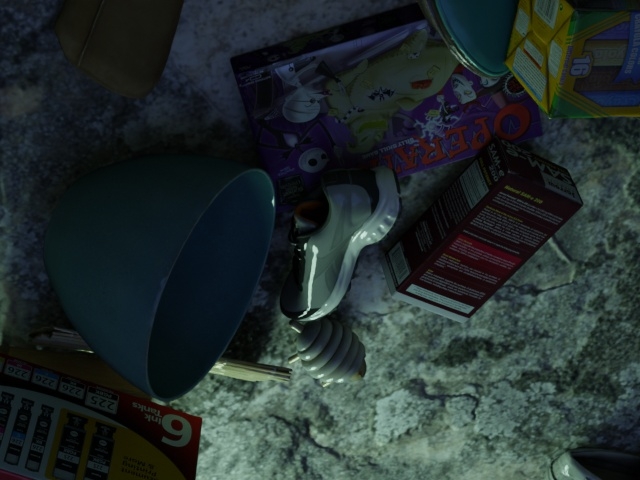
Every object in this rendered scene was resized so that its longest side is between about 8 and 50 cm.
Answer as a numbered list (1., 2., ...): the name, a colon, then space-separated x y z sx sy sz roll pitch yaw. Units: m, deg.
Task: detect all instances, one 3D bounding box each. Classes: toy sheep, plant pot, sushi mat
1. toy sheep: 0.008 0.145 1.951 0.132 0.091 0.091 33 112 -23
2. plant pot: -0.206 0.016 1.728 0.195 0.290 0.290 23 123 16
3. sushi mat: -0.208 0.147 1.885 0.316 0.151 0.019 12 80 -19

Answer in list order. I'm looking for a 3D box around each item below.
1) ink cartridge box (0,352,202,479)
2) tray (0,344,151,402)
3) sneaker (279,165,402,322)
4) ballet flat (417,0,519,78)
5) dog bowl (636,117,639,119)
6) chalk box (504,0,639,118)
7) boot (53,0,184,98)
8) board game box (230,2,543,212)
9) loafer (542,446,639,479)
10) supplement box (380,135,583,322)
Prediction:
1. ink cartridge box: -0.312 0.293 1.759 0.309 0.272 0.130 19 121 -12
2. tray: -0.346 0.337 1.991 0.203 0.076 0.411 8 122 -5
3. sneaker: 0.000 -0.001 1.814 0.108 0.100 0.271 8 138 -22
4. ballet flat: 0.130 -0.322 1.640 0.107 0.106 0.316 -34 119 -6
5. dog bowl: 0.448 -0.307 1.725 0.348 0.102 0.349 -6 125 -9
6. chalk box: 0.331 -0.219 1.610 0.213 0.132 0.132 -1 123 -18
7. boot: -0.238 -0.310 1.574 0.236 0.089 0.269 38 133 6
8. board game box: 0.085 -0.171 1.775 0.347 0.056 0.208 -17 130 -1
9. loafer: 0.488 0.367 2.189 0.319 0.112 0.111 7 130 -16
10. supplement box: 0.200 -0.010 1.865 0.130 0.073 0.239 21 126 -32
